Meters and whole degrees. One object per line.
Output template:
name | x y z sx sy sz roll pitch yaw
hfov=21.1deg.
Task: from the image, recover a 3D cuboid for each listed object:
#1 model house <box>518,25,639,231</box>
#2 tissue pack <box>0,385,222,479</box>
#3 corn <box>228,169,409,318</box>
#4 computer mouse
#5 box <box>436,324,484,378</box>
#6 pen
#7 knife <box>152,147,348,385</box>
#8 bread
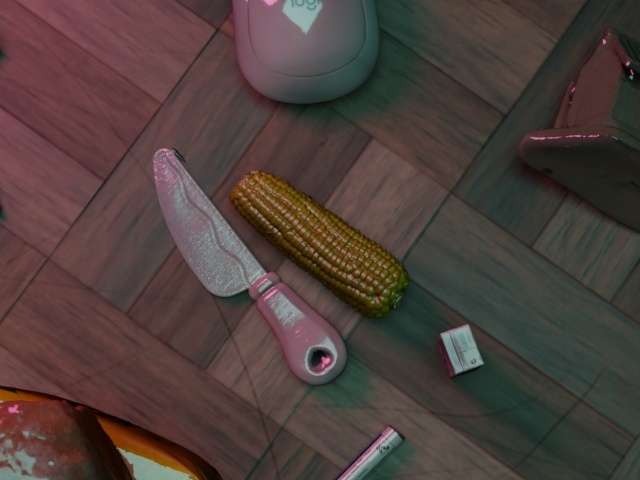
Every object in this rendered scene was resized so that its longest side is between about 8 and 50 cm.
model house | 0.361 -0.131 1.945 0.229 0.122 0.188 28 70 -11
tissue pack | -0.264 0.282 1.752 0.293 0.382 0.228 21 85 2
corn | 0.000 0.000 1.941 0.231 0.080 0.080 39 84 5
computer mouse | -0.028 -0.305 1.962 0.184 0.121 0.297 -4 84 1
box | 0.154 0.124 1.907 0.036 0.117 0.050 -20 81 0
pen | 0.015 0.285 1.932 0.204 0.025 0.025 -44 85 -5
knife | -0.094 0.035 1.966 0.081 0.043 0.336 -42 78 1
bread | -0.285 0.222 1.483 0.244 0.190 0.123 -14 69 0
